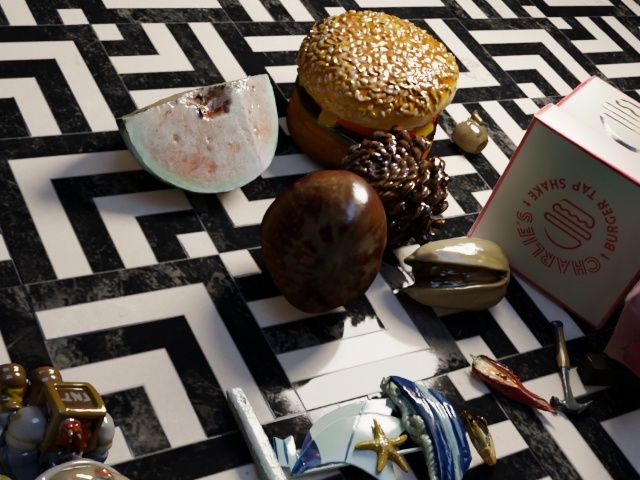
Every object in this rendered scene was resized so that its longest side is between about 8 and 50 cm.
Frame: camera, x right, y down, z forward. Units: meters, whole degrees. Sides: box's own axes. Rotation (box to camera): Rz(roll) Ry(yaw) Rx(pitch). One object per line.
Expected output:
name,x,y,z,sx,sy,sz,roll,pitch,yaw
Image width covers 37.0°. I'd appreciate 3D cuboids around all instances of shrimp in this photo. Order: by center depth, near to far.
shrimp,0.243,0.292,1.479,0.114,0.023,0.083,57,22,-22

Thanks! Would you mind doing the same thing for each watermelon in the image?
watermelon,-0.222,-0.179,1.731,0.322,0.188,0.175,-18,10,-30

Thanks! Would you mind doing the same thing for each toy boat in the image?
toy boat,0.068,0.302,1.417,0.291,0.067,0.220,-9,48,-17

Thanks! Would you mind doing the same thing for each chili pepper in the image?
chili pepper,0.320,0.243,1.600,0.178,0.027,0.045,30,45,8

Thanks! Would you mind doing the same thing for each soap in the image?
soap,0.599,0.130,1.647,0.127,0.220,0.325,28,37,24

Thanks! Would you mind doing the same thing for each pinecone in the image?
pinecone,0.134,-0.083,1.734,0.221,0.221,0.221,13,42,-12

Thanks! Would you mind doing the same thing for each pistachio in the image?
pistachio,0.241,0.060,1.692,0.206,0.131,0.130,2,87,-18

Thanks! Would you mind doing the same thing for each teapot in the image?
teapot,0.340,-0.234,2.084,0.080,0.085,0.110,49,27,24

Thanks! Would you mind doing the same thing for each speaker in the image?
speaker,0.551,0.235,1.702,0.191,0.046,0.040,5,38,-19

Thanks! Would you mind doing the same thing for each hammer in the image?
hammer,0.430,0.220,1.680,0.078,0.021,0.201,16,42,-9

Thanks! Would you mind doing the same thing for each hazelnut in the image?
hazelnut,0.000,0.000,1.552,0.218,0.234,0.218,11,17,-4

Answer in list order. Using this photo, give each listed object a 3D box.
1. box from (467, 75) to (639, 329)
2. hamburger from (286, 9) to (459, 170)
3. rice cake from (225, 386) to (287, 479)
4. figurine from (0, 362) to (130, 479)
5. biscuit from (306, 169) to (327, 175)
box,0.524,-0.083,1.826,0.314,0.312,0.300,37,42,16
hamburger,0.101,-0.294,1.901,0.330,0.250,0.330,13,41,-12
rice cake,-0.088,0.292,1.355,0.033,0.033,0.208,-8,49,-29
figurine,-0.299,0.299,1.142,0.261,0.186,0.382,3,38,-38
biscuit,0.009,-0.102,1.826,0.084,0.023,0.084,12,42,-11
